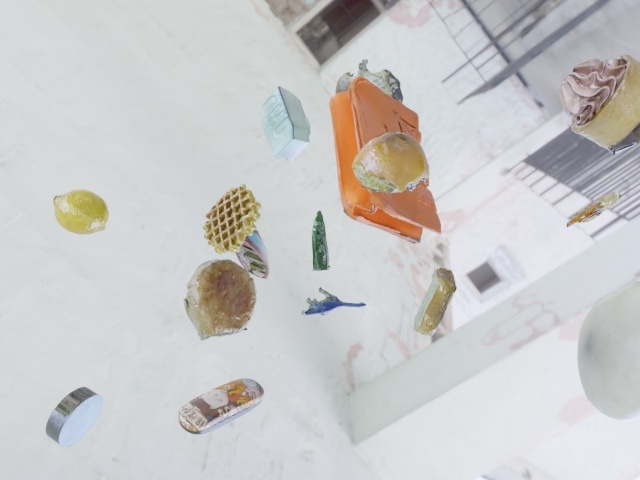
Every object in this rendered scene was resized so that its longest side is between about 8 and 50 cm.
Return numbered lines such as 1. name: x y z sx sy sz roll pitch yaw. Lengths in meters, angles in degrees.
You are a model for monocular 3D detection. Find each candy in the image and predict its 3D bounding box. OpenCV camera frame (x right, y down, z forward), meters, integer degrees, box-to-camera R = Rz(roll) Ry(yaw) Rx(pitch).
1. candy: 0.845 0.283 1.586 0.186 0.426 0.385 14 -120 -2

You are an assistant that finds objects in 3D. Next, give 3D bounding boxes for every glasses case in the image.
1. glasses case: -0.333 0.561 1.978 0.122 0.082 0.321 32 -147 35

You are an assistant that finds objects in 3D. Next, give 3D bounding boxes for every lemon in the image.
1. lemon: -0.561 -0.067 1.356 0.133 0.109 0.109 33 -156 -23

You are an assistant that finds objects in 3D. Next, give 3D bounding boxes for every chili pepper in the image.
1. chili pepper: 0.000 0.000 2.159 0.088 0.059 0.226 -10 -81 -68

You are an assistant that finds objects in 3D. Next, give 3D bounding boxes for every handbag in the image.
1. handbag: 0.174 -0.213 1.540 0.304 0.116 0.409 18 -125 -39

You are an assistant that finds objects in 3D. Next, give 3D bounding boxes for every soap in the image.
1. soap: -0.127 -0.407 2.003 0.091 0.145 0.230 8 -130 -49

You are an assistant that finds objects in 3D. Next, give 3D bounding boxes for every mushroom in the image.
1. mushroom: 0.151 -0.508 2.030 0.344 0.130 0.247 37 151 53

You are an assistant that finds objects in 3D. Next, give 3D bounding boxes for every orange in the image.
1. orange: 0.146 -0.159 1.155 0.160 0.112 0.170 9 -159 -10

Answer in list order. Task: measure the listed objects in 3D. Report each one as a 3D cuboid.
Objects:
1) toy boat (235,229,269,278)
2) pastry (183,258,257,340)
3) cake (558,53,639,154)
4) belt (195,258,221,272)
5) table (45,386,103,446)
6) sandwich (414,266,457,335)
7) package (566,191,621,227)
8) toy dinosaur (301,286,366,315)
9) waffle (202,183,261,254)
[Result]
1. toy boat: -0.252 0.046 2.163 0.136 0.079 0.392 19 157 10
2. pastry: -0.308 0.177 1.771 0.257 0.121 0.235 0 -99 -51
3. cake: 0.602 -0.308 1.241 0.178 0.185 0.207 21 -131 -7
4. belt: -0.444 0.158 2.497 0.199 0.151 0.078 3 -170 -12
5. table: -0.569 0.408 1.346 0.043 0.133 0.133 27 -169 15
6. sandwich: 0.459 0.249 2.345 0.087 0.250 0.226 21 -162 0
7. package: 0.675 -0.076 1.432 0.121 0.108 0.031 -17 -112 -37
8. toy dinosaur: 0.043 0.253 2.159 0.188 0.075 0.248 18 -160 21
9. waffle: -0.226 -0.051 1.466 0.038 0.191 0.191 23 -147 -49
